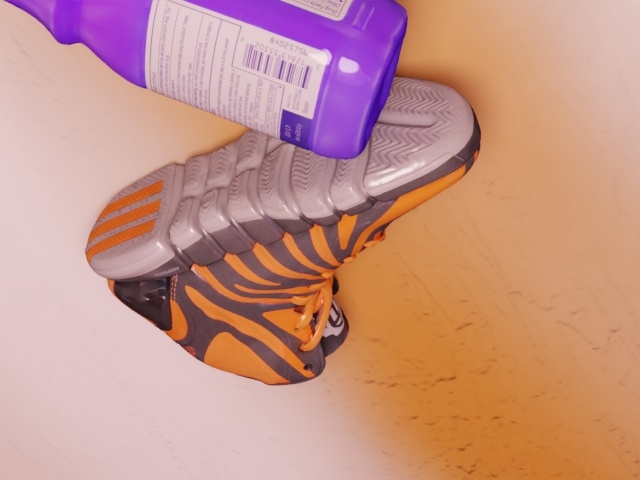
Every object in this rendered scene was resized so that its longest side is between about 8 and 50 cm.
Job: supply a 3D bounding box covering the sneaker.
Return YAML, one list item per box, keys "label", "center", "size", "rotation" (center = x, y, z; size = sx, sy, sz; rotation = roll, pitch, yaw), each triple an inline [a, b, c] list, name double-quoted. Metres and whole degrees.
- label: "sneaker"
  center: [0.000, 0.000, 1.122]
  size: [0.321, 0.125, 0.180]
  rotation: [-18, 130, 30]

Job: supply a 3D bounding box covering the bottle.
- label: "bottle"
  center: [-0.088, -0.147, 0.988]
  size: [0.282, 0.092, 0.118]
  rotation: [21, 146, 6]
